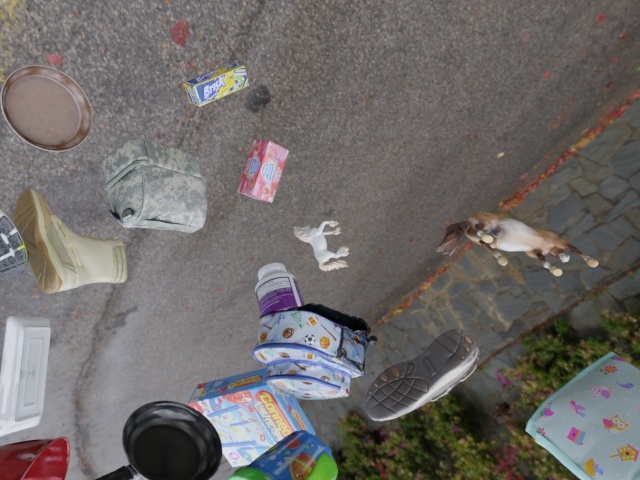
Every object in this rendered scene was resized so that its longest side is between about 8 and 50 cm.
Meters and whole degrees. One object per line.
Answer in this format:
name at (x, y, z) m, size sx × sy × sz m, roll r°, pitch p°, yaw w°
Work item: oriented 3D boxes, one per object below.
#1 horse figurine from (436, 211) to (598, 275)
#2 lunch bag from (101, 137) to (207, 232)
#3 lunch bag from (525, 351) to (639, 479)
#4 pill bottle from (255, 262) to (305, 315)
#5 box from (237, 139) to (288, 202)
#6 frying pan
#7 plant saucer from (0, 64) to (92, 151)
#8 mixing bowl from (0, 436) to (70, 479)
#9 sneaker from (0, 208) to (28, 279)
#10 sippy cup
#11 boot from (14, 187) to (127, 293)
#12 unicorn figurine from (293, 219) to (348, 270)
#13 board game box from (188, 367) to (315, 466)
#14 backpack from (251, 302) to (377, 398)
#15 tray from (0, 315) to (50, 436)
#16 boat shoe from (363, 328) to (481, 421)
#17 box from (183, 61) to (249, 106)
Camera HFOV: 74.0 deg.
horse figurine at (0.329, 0.001, 0.731) m, size 0.263 × 0.174 × 0.066 m, roll 11°, pitch 110°, yaw 0°
lunch bag at (-0.523, -0.155, 1.374) m, size 0.212 × 0.256 × 0.305 m, roll -28°, pitch 163°, yaw 23°
lunch bag at (0.589, 0.387, 0.850) m, size 0.262 × 0.223 × 0.160 m, roll -26°, pitch 118°, yaw -13°
pill bottle at (-0.161, 0.257, 1.738) m, size 0.181 × 0.323 × 0.181 m, roll -14°, pitch 145°, yaw -10°
box at (-0.261, -0.315, 1.930) m, size 0.122 × 0.128 × 0.257 m, roll 20°, pitch 88°, yaw -44°
frying pan at (-0.290, 0.408, 0.753) m, size 0.053 × 0.197 × 0.326 m, roll -58°, pitch -178°, yaw 15°
plant saucer at (-0.554, -0.265, 0.862) m, size 0.029 × 0.169 × 0.168 m, roll 1°, pitch 175°, yaw 36°
mixing bowl at (-0.422, 0.342, 0.551) m, size 0.098 × 0.181 × 0.181 m, roll 15°, pitch 147°, yaw -5°
sneaker at (-0.647, -0.063, 0.783) m, size 0.111 × 0.300 × 0.121 m, roll -31°, pitch -163°, yaw -14°
sippy cup at (-0.080, 0.612, 1.064) m, size 0.305 × 0.240 × 0.224 m, roll 0°, pitch -164°, yaw 36°
boot at (-0.597, -0.003, 1.032) m, size 0.095 × 0.262 × 0.203 m, roll -37°, pitch 165°, yaw 23°
unicorn figurine at (0.000, 0.000, 1.022) m, size 0.111 × 0.162 × 0.060 m, roll -21°, pitch 150°, yaw 1°
board game box at (-0.218, 0.577, 1.378) m, size 0.301 × 0.308 × 0.086 m, roll -19°, pitch -159°, yaw 18°
backpack at (-0.042, 0.288, 1.093) m, size 0.276 × 0.213 × 0.263 m, roll -27°, pitch 125°, yaw 37°
tray at (-0.715, 0.323, 1.039) m, size 0.030 × 0.270 × 0.145 m, roll -3°, pitch 168°, yaw 4°
boat shoe at (0.282, 0.383, 1.133) m, size 0.355 × 0.132 × 0.130 m, roll -37°, pitch 128°, yaw 14°
box at (-0.284, -0.430, 1.167) m, size 0.169 × 0.054 × 0.059 m, roll -36°, pitch 138°, yaw -27°
